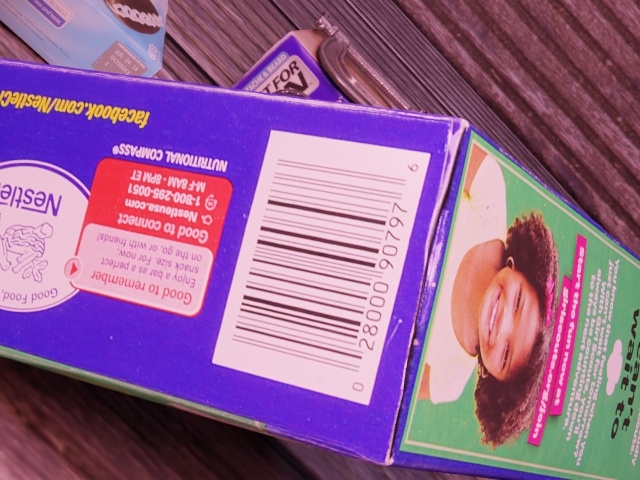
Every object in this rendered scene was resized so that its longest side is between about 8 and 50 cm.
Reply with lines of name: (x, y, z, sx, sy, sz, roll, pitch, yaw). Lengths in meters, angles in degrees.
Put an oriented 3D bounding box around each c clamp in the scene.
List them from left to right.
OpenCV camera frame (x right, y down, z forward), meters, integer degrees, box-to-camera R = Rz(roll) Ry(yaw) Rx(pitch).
c clamp: (0.049, -0.139, 1.118, 0.161, 0.022, 0.137, 46, 21, -5)

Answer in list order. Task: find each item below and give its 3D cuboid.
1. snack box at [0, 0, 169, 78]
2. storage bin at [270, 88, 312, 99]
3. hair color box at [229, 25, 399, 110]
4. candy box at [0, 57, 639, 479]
snack box: (-0.202, -0.234, 0.982, 0.187, 0.060, 0.322, 42, 17, -23)
storage bin: (0.000, 0.000, 0.871, 0.180, 0.122, 0.084, 40, 18, -29)
hair color box: (0.069, -0.040, 1.175, 0.339, 0.110, 0.185, 48, 17, 1)
candy box: (-0.003, 0.025, 0.577, 0.268, 0.122, 0.317, 11, -5, 31)
